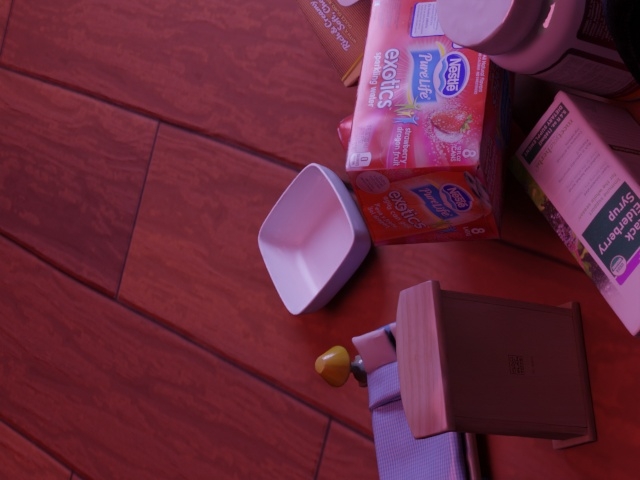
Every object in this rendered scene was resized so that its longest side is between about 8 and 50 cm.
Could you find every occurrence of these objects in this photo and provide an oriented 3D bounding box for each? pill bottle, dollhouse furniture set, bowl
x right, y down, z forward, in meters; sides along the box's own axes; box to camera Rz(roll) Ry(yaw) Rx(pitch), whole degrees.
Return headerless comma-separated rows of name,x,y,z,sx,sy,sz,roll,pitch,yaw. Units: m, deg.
pill bottle,0.218,-0.203,1.465,0.121,0.221,0.121,-14,72,49
dollhouse furniture set,0.088,0.198,1.565,0.303,0.198,0.286,-24,64,47
bowl,0.000,0.000,1.829,0.142,0.053,0.142,-53,46,31

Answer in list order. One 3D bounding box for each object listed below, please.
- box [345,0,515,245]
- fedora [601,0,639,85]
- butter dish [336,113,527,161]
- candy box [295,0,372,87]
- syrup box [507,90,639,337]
box,0.111,-0.131,1.540,0.128,0.123,0.257,-3,54,17
fedora,0.389,-0.170,1.273,0.152,0.334,0.334,-48,38,-14
butter dish,0.121,-0.078,1.654,0.160,0.118,0.160,-28,50,-4
candy box,0.030,-0.348,1.742,0.183,0.087,0.316,-36,81,42
syrup box,0.278,-0.021,1.456,0.093,0.096,0.237,-56,44,28
